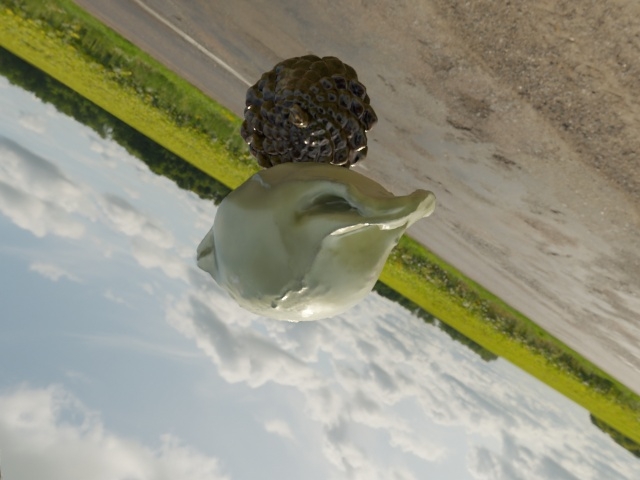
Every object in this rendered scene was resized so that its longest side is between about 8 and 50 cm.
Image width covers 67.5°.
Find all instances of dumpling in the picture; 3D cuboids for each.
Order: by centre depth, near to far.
[{"bbox_3d":[0.000,0.000,0.456,0.193,0.147,0.258,-1,166,-41],"label":"dumpling"}]

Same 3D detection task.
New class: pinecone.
[{"bbox_3d":[-0.017,-0.179,0.690,0.186,0.168,0.212,1,-142,-1],"label":"pinecone"}]

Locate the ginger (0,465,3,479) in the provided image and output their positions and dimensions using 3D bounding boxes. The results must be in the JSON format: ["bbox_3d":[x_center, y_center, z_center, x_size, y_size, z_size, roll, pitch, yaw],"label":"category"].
[{"bbox_3d":[-0.274,0.191,0.296,0.152,0.267,0.138,22,-171,-12],"label":"ginger"}]
